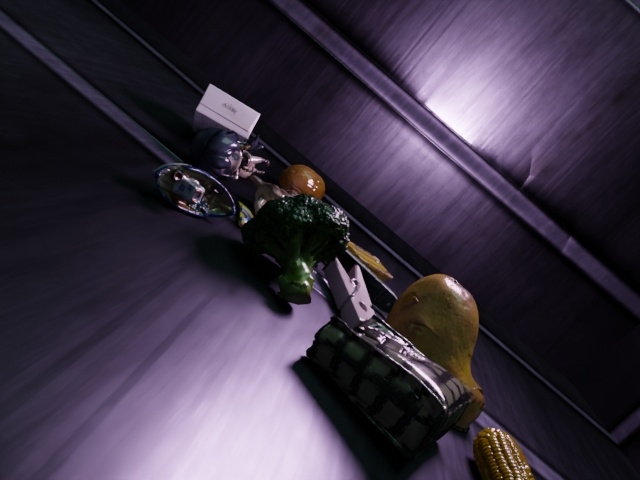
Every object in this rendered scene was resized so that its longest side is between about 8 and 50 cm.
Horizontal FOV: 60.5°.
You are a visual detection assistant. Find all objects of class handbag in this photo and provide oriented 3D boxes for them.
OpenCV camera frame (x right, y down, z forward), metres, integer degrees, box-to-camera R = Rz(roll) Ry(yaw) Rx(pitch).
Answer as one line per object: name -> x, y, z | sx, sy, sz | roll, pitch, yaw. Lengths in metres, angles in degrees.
handbag -> 0.166, 0.314, 1.257 | 0.327, 0.163, 0.325 | 38, 8, 24

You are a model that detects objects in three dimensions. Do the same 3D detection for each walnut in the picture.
walnut -> -0.079, -0.233, 2.316 | 0.207, 0.167, 0.167 | 33, 15, -22

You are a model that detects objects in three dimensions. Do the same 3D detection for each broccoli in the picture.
broccoli -> -0.068, 0.019, 1.430 | 0.297, 0.297, 0.298 | 31, 54, -35

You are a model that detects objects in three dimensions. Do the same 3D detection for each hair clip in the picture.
hair clip -> -0.228, -0.079, 1.673 | 0.060, 0.033, 0.188 | 37, 14, -26
hair clip -> 0.091, 0.172, 1.643 | 0.101, 0.085, 0.331 | 31, 22, -27

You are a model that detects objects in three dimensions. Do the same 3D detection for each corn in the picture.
corn -> 0.444, 0.572, 1.262 | 0.120, 0.120, 0.363 | 36, 15, -18

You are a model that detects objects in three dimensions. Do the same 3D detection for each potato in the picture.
potato -> 0.361, 0.291, 1.575 | 0.289, 0.296, 0.397 | 24, 19, -46

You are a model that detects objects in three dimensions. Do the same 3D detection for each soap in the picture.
soap -> 0.167, 0.092, 2.126 | 0.233, 0.076, 0.135 | 28, 19, -44

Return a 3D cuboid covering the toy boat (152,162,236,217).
toy boat -> -0.307, -0.116, 1.382 | 0.115, 0.114, 0.262 | 34, 4, 30

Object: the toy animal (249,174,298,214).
toy animal -> -0.140, -0.125, 1.878 | 0.233, 0.121, 0.169 | 28, 30, -51

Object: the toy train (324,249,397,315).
toy train -> 0.119, 0.112, 1.919 | 0.407, 0.086, 0.088 | 43, 8, 8

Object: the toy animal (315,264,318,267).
toy animal -> -0.065, 0.007, 1.768 | 0.179, 0.116, 0.218 | 19, -5, 44

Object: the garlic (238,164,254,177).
garlic -> -0.325, -0.295, 2.032 | 0.128, 0.091, 0.198 | 30, 11, 31

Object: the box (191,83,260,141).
box -> -0.352, -0.431, 2.009 | 0.203, 0.116, 0.274 | 28, -12, -11

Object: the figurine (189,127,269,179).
figurine -> -0.304, -0.281, 1.798 | 0.196, 0.175, 0.265 | 17, 4, 20
